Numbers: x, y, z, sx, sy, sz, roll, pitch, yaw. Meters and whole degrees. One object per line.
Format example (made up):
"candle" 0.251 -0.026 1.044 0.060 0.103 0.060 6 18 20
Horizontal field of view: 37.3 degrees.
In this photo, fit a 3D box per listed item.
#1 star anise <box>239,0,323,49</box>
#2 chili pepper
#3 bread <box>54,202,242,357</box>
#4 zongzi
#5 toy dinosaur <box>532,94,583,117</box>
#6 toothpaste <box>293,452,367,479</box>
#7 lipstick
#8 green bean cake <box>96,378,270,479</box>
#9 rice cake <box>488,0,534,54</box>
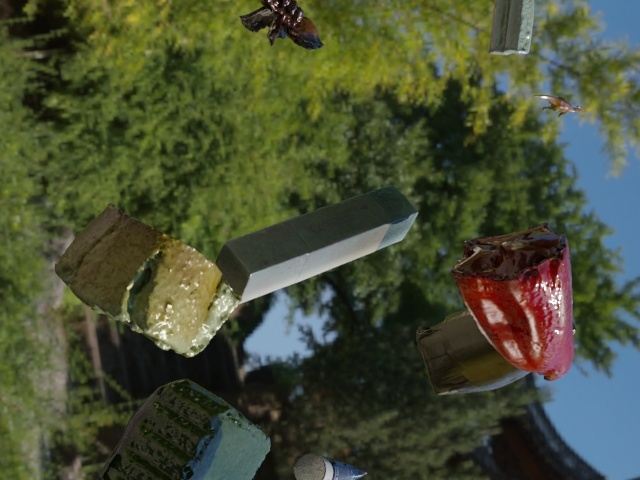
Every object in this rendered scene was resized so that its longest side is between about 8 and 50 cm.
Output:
"star anise" -0.080 -0.347 1.553 0.144 0.158 0.140 -62 174 -28
"chili pepper" 0.268 0.100 1.267 0.136 0.144 0.253 46 -20 54
"bread" -0.220 0.049 1.157 0.186 0.124 0.257 42 -13 -30
"zongzi" 0.355 0.176 1.675 0.274 0.300 0.145 -27 -113 34
"toy dinosaur" 0.380 -0.223 1.545 0.041 0.113 0.026 -7 -107 63
"toothpaste" 0.010 0.332 1.332 0.193 0.071 0.045 45 23 -65
"lipstick" 0.000 0.000 1.318 0.066 0.317 0.068 50 -43 23
"green bean cake" -0.291 0.472 2.001 0.218 0.319 0.335 27 -20 26
"rice cake" 0.339 -0.430 1.658 0.085 0.040 0.226 -2 -101 57
